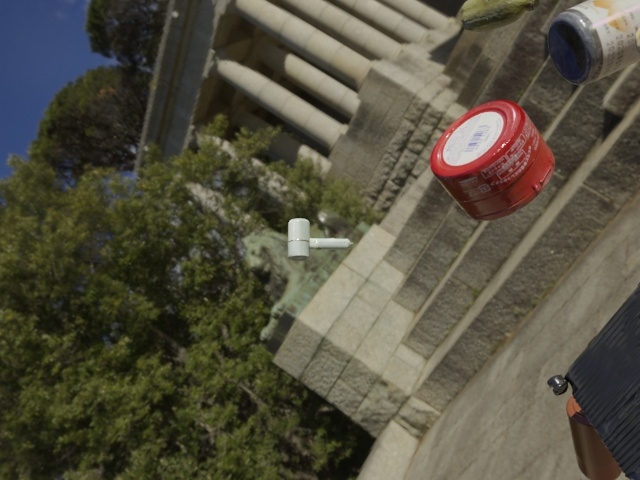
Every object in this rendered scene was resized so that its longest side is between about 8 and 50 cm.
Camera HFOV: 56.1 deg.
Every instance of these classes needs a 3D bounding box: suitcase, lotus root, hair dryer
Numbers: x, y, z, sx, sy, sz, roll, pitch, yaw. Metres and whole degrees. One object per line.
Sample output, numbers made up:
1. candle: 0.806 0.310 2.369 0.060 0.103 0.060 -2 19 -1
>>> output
1. suitcase: 0.508 0.186 0.835 0.152 0.230 0.335 -1 -48 -23
2. lotus root: 0.419 -0.549 1.418 0.077 0.182 0.091 -24 -71 -52
3. hair dryer: 0.000 0.000 1.260 0.047 0.137 0.082 104 167 -72

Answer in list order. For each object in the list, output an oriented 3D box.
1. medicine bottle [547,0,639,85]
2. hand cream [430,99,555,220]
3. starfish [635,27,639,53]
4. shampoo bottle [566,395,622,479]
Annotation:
1. medicine bottle: 0.647 -0.458 1.286 0.273 0.165 0.165 -26 -12 -3
2. hand cream: 0.353 -0.168 1.250 0.230 0.149 0.230 -32 33 24
3. starfish: 0.603 -0.159 0.850 0.083 0.431 0.324 -106 15 -51
4. shampoo bottle: 0.510 0.388 1.110 0.085 0.085 0.244 -48 -50 -42
